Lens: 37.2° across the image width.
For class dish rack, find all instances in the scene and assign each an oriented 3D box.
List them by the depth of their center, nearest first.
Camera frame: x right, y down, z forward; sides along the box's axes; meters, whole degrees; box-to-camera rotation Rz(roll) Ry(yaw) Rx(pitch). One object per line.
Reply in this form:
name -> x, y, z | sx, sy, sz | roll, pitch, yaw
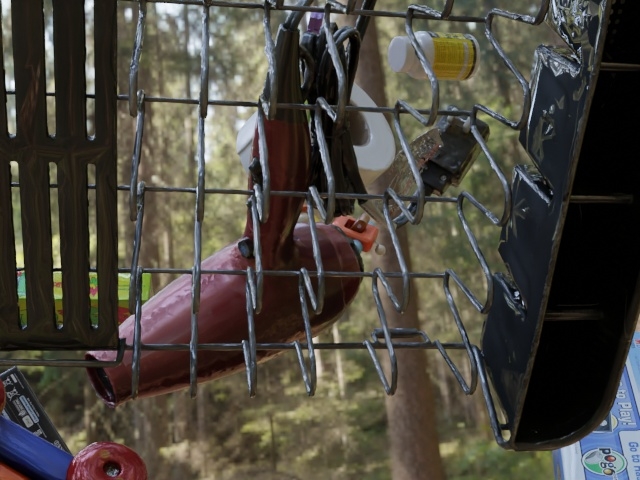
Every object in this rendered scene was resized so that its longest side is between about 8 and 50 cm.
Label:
dish rack -> -0.014, -0.025, 0.348 | 0.272, 0.208, 0.074 | 1, 25, -9

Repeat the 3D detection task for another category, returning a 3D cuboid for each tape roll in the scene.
tape roll -> -0.007, -0.176, 1.735 | 0.246, 0.246, 0.169 | 10, -40, -40

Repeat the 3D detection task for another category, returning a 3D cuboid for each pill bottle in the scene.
pill bottle -> 0.153, -0.250, 1.288 | 0.116, 0.065, 0.065 | -4, -17, -28

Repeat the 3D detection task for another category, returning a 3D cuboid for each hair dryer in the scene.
hair dryer -> -0.034, -0.018, 0.572 | 0.293, 0.080, 0.223 | -52, -38, 0

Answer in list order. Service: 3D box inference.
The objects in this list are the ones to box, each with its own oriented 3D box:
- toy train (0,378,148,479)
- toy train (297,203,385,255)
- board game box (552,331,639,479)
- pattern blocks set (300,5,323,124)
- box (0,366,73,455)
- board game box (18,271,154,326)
toy train -> -0.219, 0.134, 0.475 | 0.248, 0.143, 0.105 | 29, -54, 2
toy train -> 0.000, 0.000, 1.057 | 0.125, 0.166, 0.046 | 26, -53, 13
board game box -> 0.351, 0.184, 0.792 | 0.302, 0.086, 0.308 | -2, 23, 11
pattern blocks set -> -0.031, -0.142, 1.248 | 0.026, 0.324, 0.285 | 11, 15, -3
box -> -0.326, 0.317, 0.930 | 0.242, 0.307, 0.076 | -33, 0, -23
board game box -> -0.300, 0.083, 1.182 | 0.181, 0.043, 0.092 | 1, -41, -3
